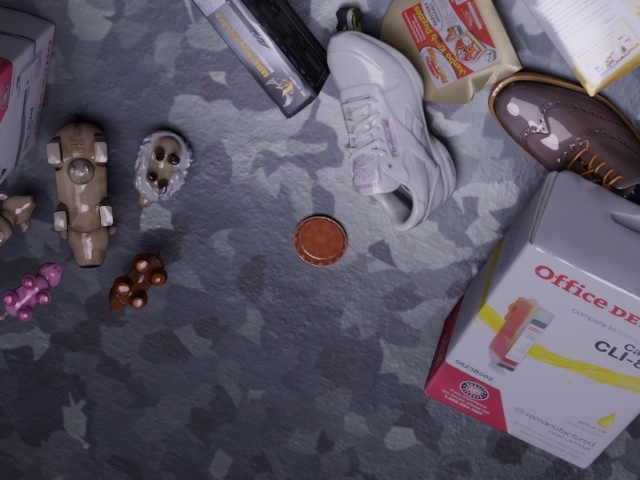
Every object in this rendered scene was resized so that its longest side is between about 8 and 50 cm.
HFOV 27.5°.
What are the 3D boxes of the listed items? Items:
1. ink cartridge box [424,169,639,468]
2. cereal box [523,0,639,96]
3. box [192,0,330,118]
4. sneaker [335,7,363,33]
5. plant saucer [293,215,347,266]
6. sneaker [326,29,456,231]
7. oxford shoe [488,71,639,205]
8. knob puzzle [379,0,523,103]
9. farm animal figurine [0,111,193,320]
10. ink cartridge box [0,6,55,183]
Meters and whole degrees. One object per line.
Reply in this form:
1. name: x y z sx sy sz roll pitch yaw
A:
1. ink cartridge box: 0.351 0.121 1.852 0.279 0.160 0.384 26 138 0
2. cereal box: 0.371 -0.341 1.774 0.173 0.047 0.240 -33 97 22
3. box: -0.081 -0.295 1.810 0.056 0.183 0.231 -34 104 20
4. sneaker: 0.041 -0.297 1.876 0.035 0.031 0.083 21 128 33
5. plant saucer: 0.000 0.000 2.014 0.084 0.013 0.083 3 113 8
6. sneaker: 0.090 -0.152 1.844 0.114 0.152 0.305 -11 118 43
7. oxford shoe: 0.394 -0.111 1.833 0.364 0.132 0.130 32 115 -4
8. knob puzzle: 0.169 -0.282 1.854 0.213 0.030 0.213 7 110 20
9. farm animal figurine: -0.384 -0.035 1.982 0.330 0.172 0.326 13 96 -11
10. ink cartridge box: -0.482 -0.199 1.866 0.117 0.283 0.207 15 115 -1
